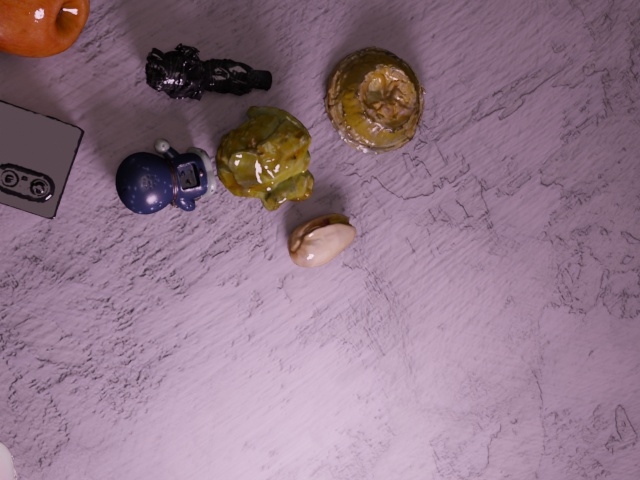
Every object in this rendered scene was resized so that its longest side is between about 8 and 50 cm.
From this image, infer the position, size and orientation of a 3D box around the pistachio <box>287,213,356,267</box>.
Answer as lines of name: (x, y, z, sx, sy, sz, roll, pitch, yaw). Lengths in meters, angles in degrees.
pistachio: (0.000, 0.000, 2.007, 0.200, 0.117, 0.145, -27, 139, -22)

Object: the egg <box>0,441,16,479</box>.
egg: (-0.861, 0.562, 1.725, 0.271, 0.161, 0.206, 67, 35, -43)

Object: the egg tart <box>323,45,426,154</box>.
egg tart: (0.164, -0.393, 2.033, 0.314, 0.120, 0.315, -1, 92, -18)

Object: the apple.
apple: (-0.679, -0.564, 1.651, 0.275, 0.299, 0.299, 27, 84, -7)

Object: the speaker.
speaker: (-0.717, -0.200, 1.718, 0.253, 0.184, 0.232, 20, 87, -20)

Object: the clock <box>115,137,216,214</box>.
clock: (-0.399, -0.159, 1.850, 0.243, 0.146, 0.200, -15, 102, -25)

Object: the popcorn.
popcorn: (-0.144, -0.203, 1.896, 0.276, 0.276, 0.226, 29, 47, -17)

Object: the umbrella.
umbrella: (-0.278, -0.424, 1.871, 0.336, 0.154, 0.128, 5, 131, -18)
